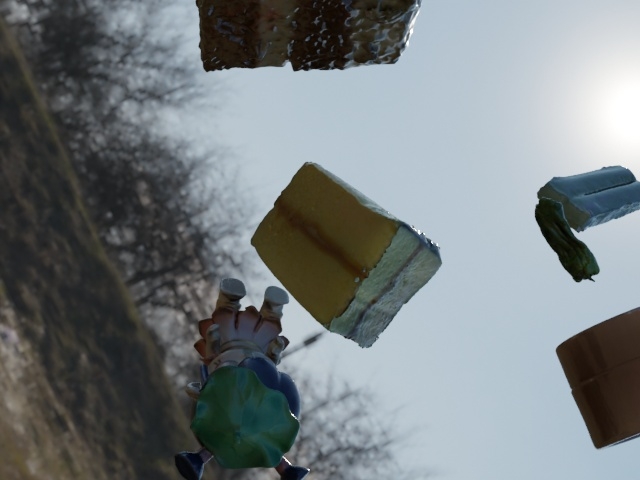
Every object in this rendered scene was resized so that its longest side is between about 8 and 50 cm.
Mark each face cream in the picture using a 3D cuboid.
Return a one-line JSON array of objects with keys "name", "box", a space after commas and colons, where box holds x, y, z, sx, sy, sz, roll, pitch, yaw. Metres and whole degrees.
[{"name": "face cream", "box": [0.308, 0.123, 1.091, 0.149, 0.149, 0.104, 106, -34, -71]}]

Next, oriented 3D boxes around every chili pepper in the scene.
[{"name": "chili pepper", "box": [0.222, 0.000, 1.055, 0.091, 0.030, 0.034, 59, 7, 0]}]

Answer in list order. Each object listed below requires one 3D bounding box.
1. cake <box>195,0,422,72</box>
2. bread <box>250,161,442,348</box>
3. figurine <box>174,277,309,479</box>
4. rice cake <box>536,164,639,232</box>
[{"name": "cake", "box": [-0.016, -0.371, 1.431, 0.256, 0.290, 0.282, 109, -20, -67]}, {"name": "bread", "box": [-0.002, -0.002, 1.504, 0.264, 0.167, 0.163, 36, 3, 28]}, {"name": "figurine", "box": [-0.059, 0.124, 0.992, 0.195, 0.111, 0.102, -93, -166, -62]}, {"name": "rice cake", "box": [0.387, -0.062, 1.616, 0.085, 0.226, 0.040, 42, -57, 26]}]
